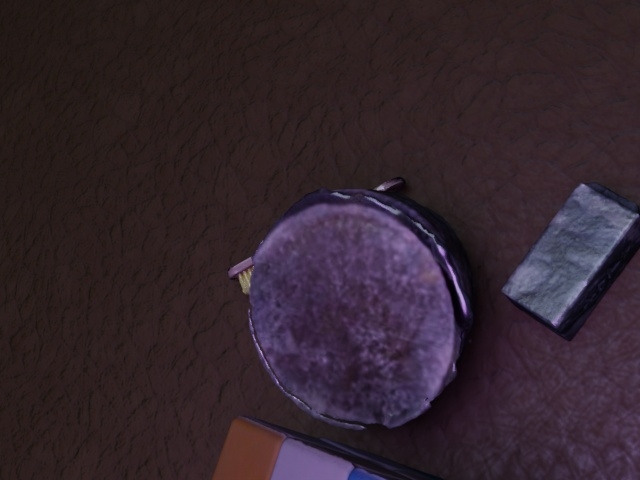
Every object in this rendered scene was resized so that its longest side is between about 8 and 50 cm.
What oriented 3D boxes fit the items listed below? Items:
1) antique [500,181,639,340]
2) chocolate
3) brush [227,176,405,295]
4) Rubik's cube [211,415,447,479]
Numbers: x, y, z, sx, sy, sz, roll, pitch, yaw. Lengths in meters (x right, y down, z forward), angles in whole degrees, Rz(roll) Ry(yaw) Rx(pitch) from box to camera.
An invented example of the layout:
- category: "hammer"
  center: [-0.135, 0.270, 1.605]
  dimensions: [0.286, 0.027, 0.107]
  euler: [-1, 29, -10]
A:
- category: "antique"
  center: [0.321, 0.023, 0.974]
  dimensions: [0.086, 0.088, 0.183]
  euler: [37, 92, 33]
- category: "chocolate"
  center: [0.080, 0.073, 1.017]
  dimensions: [0.303, 0.213, 0.303]
  euler: [6, 102, 28]
- category: "brush"
  center: [0.001, 0.001, 1.189]
  dimensions: [0.313, 0.072, 0.067]
  euler: [-30, 82, 13]
- category: "Rubik's cube"
  center: [0.071, 0.401, 0.755]
  dimensions: [0.347, 0.347, 0.344]
  euler: [-1, 66, 58]
